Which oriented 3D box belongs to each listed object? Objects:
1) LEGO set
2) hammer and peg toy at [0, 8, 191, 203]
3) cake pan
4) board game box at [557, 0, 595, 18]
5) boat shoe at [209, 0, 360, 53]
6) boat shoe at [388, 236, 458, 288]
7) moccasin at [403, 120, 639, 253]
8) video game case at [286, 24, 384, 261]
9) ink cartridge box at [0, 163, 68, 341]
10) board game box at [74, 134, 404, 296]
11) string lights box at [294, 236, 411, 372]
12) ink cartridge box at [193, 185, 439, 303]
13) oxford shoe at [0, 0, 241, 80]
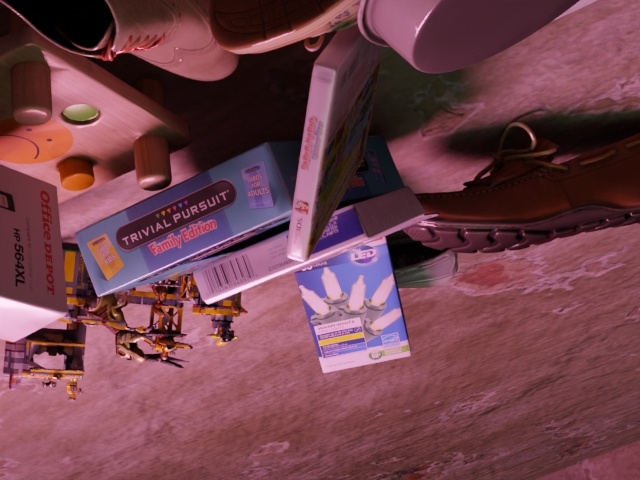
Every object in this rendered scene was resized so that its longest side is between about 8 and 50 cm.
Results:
[{"bbox_3d":[-0.266,0.120,1.561,0.331,0.192,0.255,7,174,-39],"label":"LEGO set"},{"bbox_3d":[-0.336,-0.126,1.182,0.266,0.127,0.361,-21,152,25],"label":"hammer and peg toy"},{"bbox_3d":[0.167,-0.237,0.986,0.293,0.054,0.293,-30,166,-8],"label":"cake pan"},{"bbox_3d":[0.278,-0.364,1.016,0.390,0.050,0.390,-23,151,24],"label":"board game box"},{"bbox_3d":[0.033,-0.233,1.023,0.285,0.105,0.089,-22,159,25],"label":"boat shoe"},{"bbox_3d":[0.089,0.030,1.737,0.227,0.079,0.081,-8,137,-5],"label":"boat shoe"},{"bbox_3d":[0.281,-0.074,1.532,0.380,0.147,0.139,-12,169,-6],"label":"moccasin"},{"bbox_3d":[0.020,-0.121,1.159,0.026,0.227,0.206,15,124,9],"label":"video game case"},{"bbox_3d":[-0.341,-0.004,1.112,0.086,0.148,0.203,-26,151,30],"label":"ink cartridge box"},{"bbox_3d":[-0.080,-0.037,1.370,0.253,0.079,0.336,-23,176,23],"label":"board game box"},{"bbox_3d":[0.038,0.059,1.650,0.133,0.077,0.260,-12,130,4],"label":"string lights box"},{"bbox_3d":[0.000,0.000,1.372,0.223,0.045,0.224,-23,178,26],"label":"ink cartridge box"},{"bbox_3d":[-0.190,-0.203,1.074,0.123,0.130,0.348,-26,150,29],"label":"oxford shoe"}]
